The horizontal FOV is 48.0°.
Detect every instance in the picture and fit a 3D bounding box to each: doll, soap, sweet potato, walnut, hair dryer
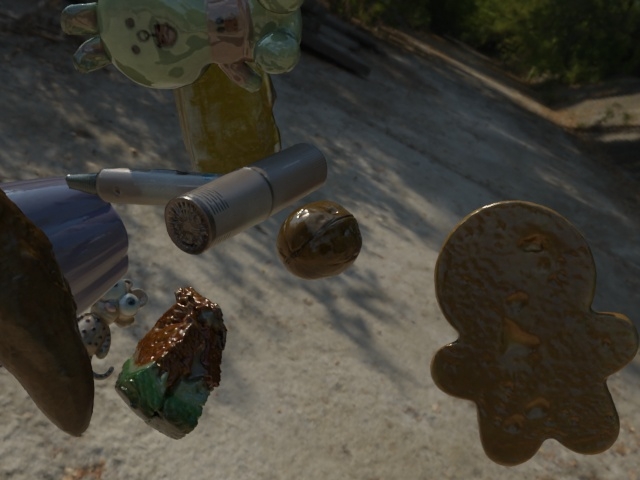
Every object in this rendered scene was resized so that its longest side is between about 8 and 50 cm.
[{"bbox_3d":[-0.131,-0.224,0.751,0.275,0.155,0.113,1,30,21],"label":"doll"},{"bbox_3d":[-0.167,-0.230,1.238,0.156,0.293,0.335,-9,20,-12],"label":"soap"},{"bbox_3d":[-0.280,0.018,0.597,0.114,0.092,0.341,-81,148,-56],"label":"sweet potato"},{"bbox_3d":[0.000,0.000,1.525,0.167,0.167,0.207,35,33,23],"label":"walnut"},{"bbox_3d":[-0.132,-0.053,0.700,0.220,0.053,0.195,7,23,30],"label":"hair dryer"},{"bbox_3d":[-0.521,0.195,1.696,0.154,0.119,0.278,32,53,-19],"label":"doll"}]

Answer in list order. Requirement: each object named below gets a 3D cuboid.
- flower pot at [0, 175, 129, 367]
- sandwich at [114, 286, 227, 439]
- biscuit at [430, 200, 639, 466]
[{"bbox_3d":[-0.435,0.019,1.087,0.243,0.265,0.265,-30,54,-35],"label":"flower pot"},{"bbox_3d":[-0.159,0.143,0.839,0.109,0.160,0.185,39,-14,-11],"label":"sandwich"},{"bbox_3d":[0.275,0.123,0.971,0.052,0.275,0.355,-6,80,-76],"label":"biscuit"}]
